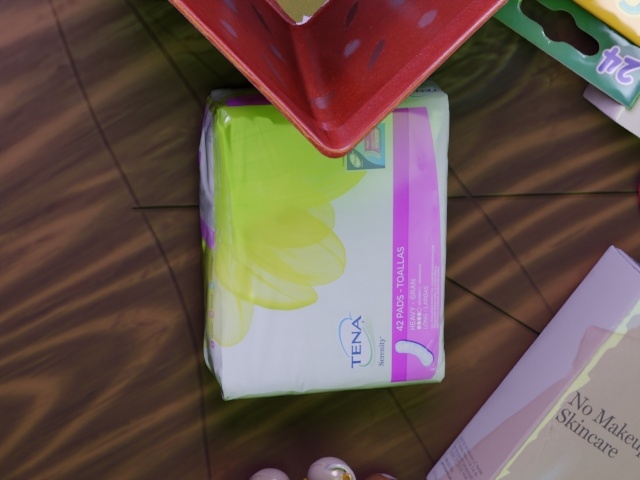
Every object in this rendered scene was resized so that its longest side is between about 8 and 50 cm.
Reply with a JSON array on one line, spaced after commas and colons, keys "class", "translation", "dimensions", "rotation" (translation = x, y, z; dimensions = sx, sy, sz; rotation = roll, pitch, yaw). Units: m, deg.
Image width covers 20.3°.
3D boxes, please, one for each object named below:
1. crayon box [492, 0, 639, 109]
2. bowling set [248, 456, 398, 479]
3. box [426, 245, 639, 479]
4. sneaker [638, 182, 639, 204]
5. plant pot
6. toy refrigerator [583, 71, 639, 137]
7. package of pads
[{"class": "crayon box", "translation": [0.283, -0.306, 1.593], "dimensions": [0.203, 0.083, 0.323], "rotation": [37, 101, 15]}, {"class": "bowling set", "translation": [-0.018, 0.270, 1.758], "dimensions": [0.287, 0.200, 0.154], "rotation": [-20, 111, 43]}, {"class": "box", "translation": [0.262, 0.176, 1.775], "dimensions": [0.148, 0.121, 0.311], "rotation": [33, 100, -18]}, {"class": "sneaker", "translation": [0.418, -0.006, 1.780], "dimensions": [0.128, 0.087, 0.221], "rotation": [-40, 99, -26]}, {"class": "plant pot", "translation": [-0.001, -0.273, 1.523], "dimensions": [0.267, 0.236, 0.267], "rotation": [-44, 109, 5]}, {"class": "toy refrigerator", "translation": [0.371, -0.212, 1.677], "dimensions": [0.094, 0.102, 0.269], "rotation": [32, 100, -18]}, {"class": "package of pads", "translation": [0.000, 0.000, 1.684], "dimensions": [0.229, 0.101, 0.296], "rotation": [-4, 108, -9]}]
